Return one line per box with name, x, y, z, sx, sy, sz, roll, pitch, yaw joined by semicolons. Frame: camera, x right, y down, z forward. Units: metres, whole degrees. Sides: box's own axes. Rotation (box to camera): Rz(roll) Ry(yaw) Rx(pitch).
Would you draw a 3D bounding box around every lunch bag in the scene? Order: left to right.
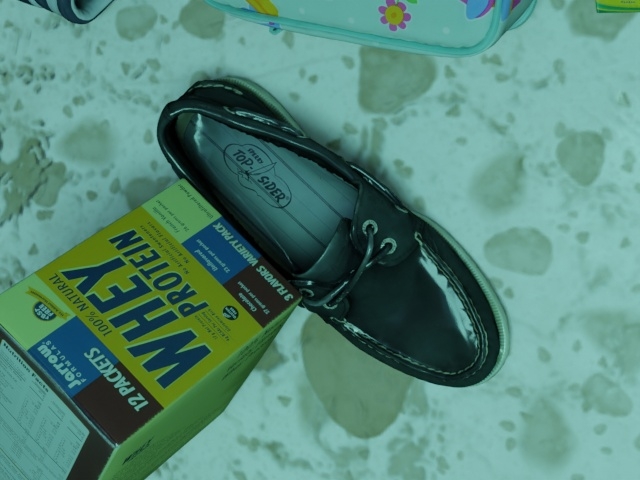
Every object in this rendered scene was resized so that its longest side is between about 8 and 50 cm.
lunch bag;0.027;-0.251;0.801;0.279;0.108;0.224;17;127;25

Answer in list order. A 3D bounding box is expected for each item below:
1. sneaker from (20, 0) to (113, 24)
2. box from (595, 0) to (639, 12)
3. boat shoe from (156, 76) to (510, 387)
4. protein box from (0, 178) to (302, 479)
sneaker;-0.193;-0.316;0.905;0.153;0.099;0.282;32;114;19
box;0.259;-0.208;0.760;0.179;0.043;0.105;4;65;18
boat shoe;0.002;-0.003;0.868;0.127;0.113;0.340;-45;81;18
protein box;-0.155;0.097;0.856;0.136;0.200;0.201;44;140;9
